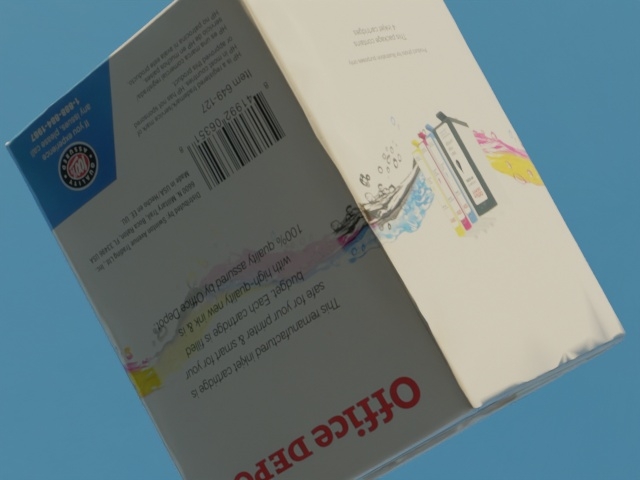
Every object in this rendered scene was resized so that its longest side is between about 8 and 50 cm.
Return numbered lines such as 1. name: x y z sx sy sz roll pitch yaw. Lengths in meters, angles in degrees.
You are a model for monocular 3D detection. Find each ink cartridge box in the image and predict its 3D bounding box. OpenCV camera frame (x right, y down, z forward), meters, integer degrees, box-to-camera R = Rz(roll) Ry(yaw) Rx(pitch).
1. ink cartridge box: 0.000 0.000 0.924 0.171 0.168 0.232 -33 -99 35
